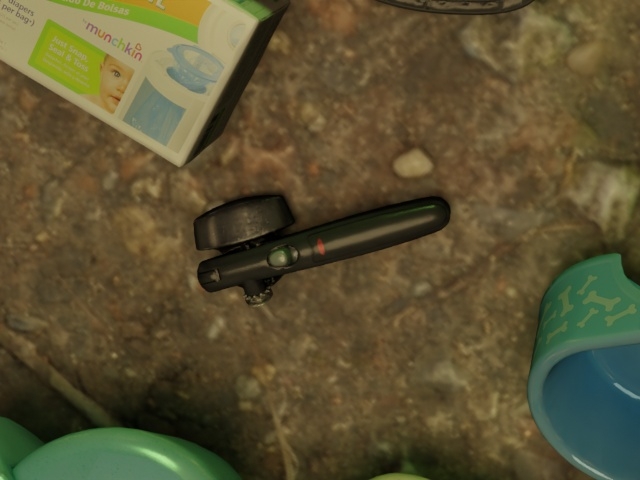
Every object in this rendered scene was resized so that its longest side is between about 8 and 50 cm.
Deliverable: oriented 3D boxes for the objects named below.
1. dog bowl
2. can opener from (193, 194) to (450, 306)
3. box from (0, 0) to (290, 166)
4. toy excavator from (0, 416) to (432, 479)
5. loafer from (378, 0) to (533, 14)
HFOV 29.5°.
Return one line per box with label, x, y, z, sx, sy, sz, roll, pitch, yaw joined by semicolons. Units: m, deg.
dog bowl;0.258;0.083;0.750;0.297;0.074;0.166;-14;117;41
can opener;0.000;0.000;0.846;0.186;0.059;0.073;-10;104;13
box;-0.140;-0.155;0.799;0.203;0.103;0.114;30;110;0
toy excavator;-0.061;0.239;0.848;0.445;0.222;0.433;-40;78;-2
loafer;0.001;-0.220;0.768;0.302;0.095;0.109;15;106;1
